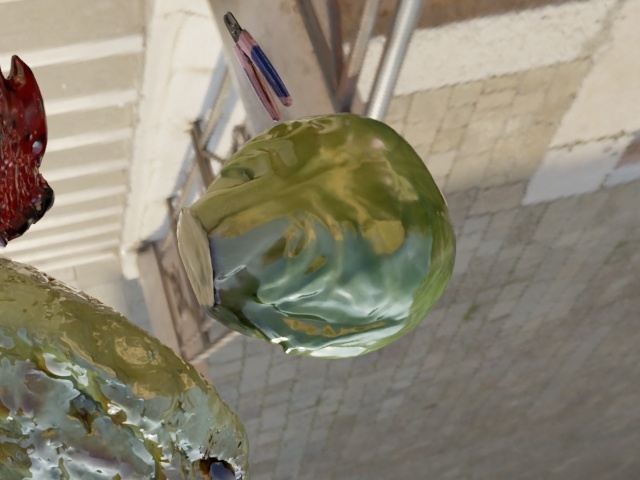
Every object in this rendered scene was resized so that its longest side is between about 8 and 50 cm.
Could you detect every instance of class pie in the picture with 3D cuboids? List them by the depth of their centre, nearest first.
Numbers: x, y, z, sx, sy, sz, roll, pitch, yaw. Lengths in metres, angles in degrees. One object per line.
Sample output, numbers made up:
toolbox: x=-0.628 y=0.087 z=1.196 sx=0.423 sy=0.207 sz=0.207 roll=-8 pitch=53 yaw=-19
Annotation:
pie: x=-0.259 y=0.160 z=0.965 sx=0.395 sy=0.180 sz=0.418 roll=12 pitch=137 yaw=30

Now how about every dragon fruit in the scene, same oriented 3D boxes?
dragon fruit: x=-0.219 y=-0.092 z=0.676 sx=0.123 sy=0.192 sz=0.092 roll=0 pitch=-175 yaw=-35

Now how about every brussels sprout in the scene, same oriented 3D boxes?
brussels sprout: x=0.000 y=0.000 z=0.922 sx=0.244 sy=0.244 sz=0.244 roll=-15 pitch=153 yaw=-8

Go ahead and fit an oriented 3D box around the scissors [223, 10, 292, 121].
scissors: x=-0.061 y=-0.164 z=0.945 sx=0.012 sy=0.113 sz=0.039 roll=-24 pitch=169 yaw=-32
